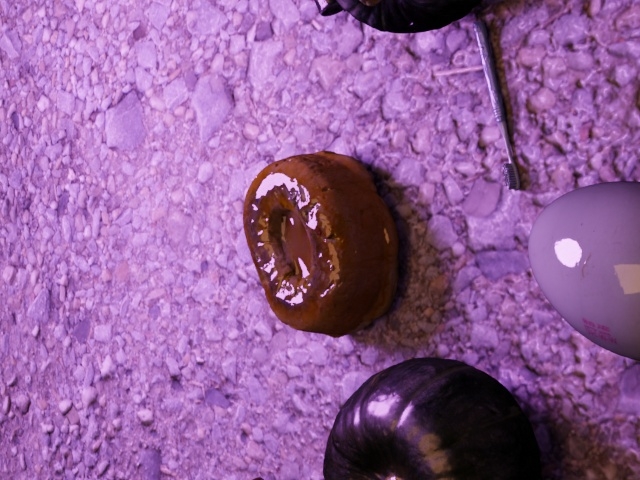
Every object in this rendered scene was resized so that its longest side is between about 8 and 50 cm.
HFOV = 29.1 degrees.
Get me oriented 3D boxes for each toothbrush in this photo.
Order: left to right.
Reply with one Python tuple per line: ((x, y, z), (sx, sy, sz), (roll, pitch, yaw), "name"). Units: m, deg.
((0.217, -0.168, 1.532), (0.016, 0.019, 0.219), (-20, 77, 51), "toothbrush")

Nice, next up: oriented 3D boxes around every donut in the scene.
((0.000, 0.000, 1.697), (0.208, 0.128, 0.261), (-43, 63, 39), "donut")

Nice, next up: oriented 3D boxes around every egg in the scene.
((0.330, 0.028, 1.300), (0.264, 0.183, 0.183), (28, 112, 51), "egg")

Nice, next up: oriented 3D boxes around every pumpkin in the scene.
((0.098, -0.360, 1.504), (0.250, 0.250, 0.216), (-2, 48, 47), "pumpkin")
((0.130, 0.291, 1.511), (0.300, 0.207, 0.300), (18, 114, 47), "pumpkin")

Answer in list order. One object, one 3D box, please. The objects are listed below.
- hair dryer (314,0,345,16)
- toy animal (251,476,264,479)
((0.009, -0.445, 1.646), (0.235, 0.091, 0.271), (70, 159, 7), "hair dryer")
((-0.053, 0.431, 1.778), (0.272, 0.160, 0.197), (49, 124, 25), "toy animal")
